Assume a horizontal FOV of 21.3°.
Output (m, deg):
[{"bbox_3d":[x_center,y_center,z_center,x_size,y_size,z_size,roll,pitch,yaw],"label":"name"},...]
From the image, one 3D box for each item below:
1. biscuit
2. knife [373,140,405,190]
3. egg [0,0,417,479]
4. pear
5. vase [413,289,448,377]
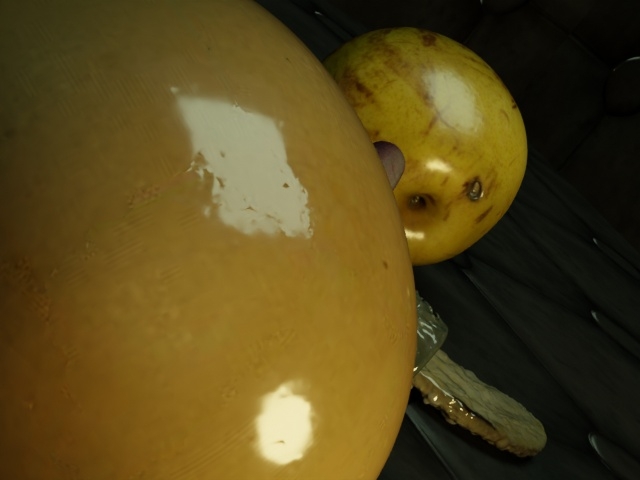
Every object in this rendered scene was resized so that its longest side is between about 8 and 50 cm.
[{"bbox_3d":[0.135,0.152,1.672,0.250,0.032,0.133,35,13,-20],"label":"biscuit"},{"bbox_3d":[0.002,0.000,1.394,0.278,0.053,0.123,-43,120,-40],"label":"knife"},{"bbox_3d":[-0.108,0.015,0.887,0.301,0.301,0.374,27,27,-43],"label":"egg"},{"bbox_3d":[0.101,-0.106,1.950,0.281,0.280,0.280,37,13,-10],"label":"pear"},{"bbox_3d":[-0.024,0.007,1.503,0.301,0.156,0.251,45,15,-1],"label":"vase"}]
